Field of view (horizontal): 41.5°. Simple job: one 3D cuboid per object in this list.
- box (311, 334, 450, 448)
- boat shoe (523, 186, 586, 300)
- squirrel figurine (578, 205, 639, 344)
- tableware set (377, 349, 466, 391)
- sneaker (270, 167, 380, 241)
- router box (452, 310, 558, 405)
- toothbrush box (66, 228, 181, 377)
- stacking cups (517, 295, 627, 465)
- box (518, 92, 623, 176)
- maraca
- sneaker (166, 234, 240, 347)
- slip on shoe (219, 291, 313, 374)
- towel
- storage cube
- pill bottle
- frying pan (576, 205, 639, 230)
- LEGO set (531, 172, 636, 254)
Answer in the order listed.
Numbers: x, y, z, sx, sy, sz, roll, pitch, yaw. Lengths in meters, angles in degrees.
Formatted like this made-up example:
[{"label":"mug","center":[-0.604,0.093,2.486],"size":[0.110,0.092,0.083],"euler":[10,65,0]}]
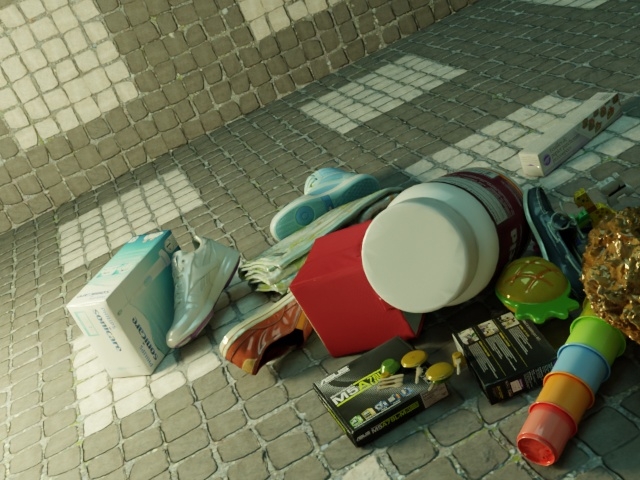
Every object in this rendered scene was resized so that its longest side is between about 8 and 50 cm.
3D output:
[{"label":"box","center":[0.103,0.262,1.493],"size":[0.191,0.045,0.184],"euler":[-28,28,-11]},{"label":"boat shoe","center":[0.443,-0.005,1.565],"size":[0.079,0.095,0.254],"euler":[-35,44,31]},{"label":"squirrel figurine","center":[0.573,0.083,1.198],"size":[0.397,0.281,0.370],"euler":[-8,42,4]},{"label":"tableware set","center":[0.172,0.222,1.444],"size":[0.154,0.024,0.104],"euler":[-15,23,16]},{"label":"sneaker","center":[-0.020,-0.092,2.221],"size":[0.319,0.127,0.208],"euler":[-23,25,-23]},{"label":"router box","center":[0.316,0.193,1.441],"size":[0.133,0.046,0.179],"euler":[-22,25,0]},{"label":"toothbrush box","center":[-0.420,0.146,1.980],"size":[0.126,0.216,0.295],"euler":[-10,29,28]},{"label":"stacking cups","center":[0.387,0.206,1.301],"size":[0.096,0.096,0.316],"euler":[3,37,44]},{"label":"box","center":[0.617,-0.264,2.072],"size":[0.324,0.063,0.067],"euler":[-36,26,-26]},{"label":"maraca","center":[0.369,0.090,1.448],"size":[0.127,0.099,0.185],"euler":[-14,25,2]},{"label":"sneaker","center":[-0.306,0.117,1.974],"size":[0.114,0.152,0.305],"euler":[-47,14,49]},{"label":"slip on shoe","center":[-0.054,0.173,1.757],"size":[0.331,0.123,0.101],"euler":[-31,63,-33]},{"label":"towel","center":[0.000,0.000,1.953],"size":[0.375,0.090,0.320],"euler":[-32,8,-17]},{"label":"storage cube","center":[0.086,0.091,1.662],"size":[0.193,0.215,0.183],"euler":[-18,25,29]},{"label":"pill bottle","center":[0.240,-0.006,1.552],"size":[0.224,0.223,0.392],"euler":[-9,7,29]},{"label":"frying pan","center":[0.612,-0.039,1.654],"size":[0.197,0.053,0.326],"euler":[-27,28,-7]},{"label":"LEGO set","center":[0.501,-0.056,1.649],"size":[0.227,0.093,0.087],"euler":[-35,21,14]}]
